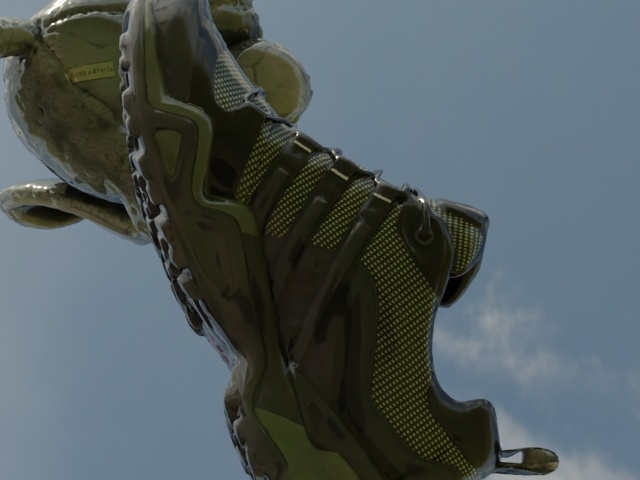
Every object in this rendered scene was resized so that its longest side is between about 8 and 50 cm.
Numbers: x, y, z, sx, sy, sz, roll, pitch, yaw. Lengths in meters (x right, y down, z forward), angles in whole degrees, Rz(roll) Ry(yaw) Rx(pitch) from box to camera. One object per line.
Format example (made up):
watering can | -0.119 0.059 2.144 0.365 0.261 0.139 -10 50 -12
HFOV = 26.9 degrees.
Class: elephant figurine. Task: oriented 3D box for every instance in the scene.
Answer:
elephant figurine | -0.114 -0.056 0.808 0.169 0.239 0.186 -35 -88 -21

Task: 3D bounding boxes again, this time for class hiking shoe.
hiking shoe | 0.000 0.000 0.496 0.114 0.086 0.227 -20 -101 -11
